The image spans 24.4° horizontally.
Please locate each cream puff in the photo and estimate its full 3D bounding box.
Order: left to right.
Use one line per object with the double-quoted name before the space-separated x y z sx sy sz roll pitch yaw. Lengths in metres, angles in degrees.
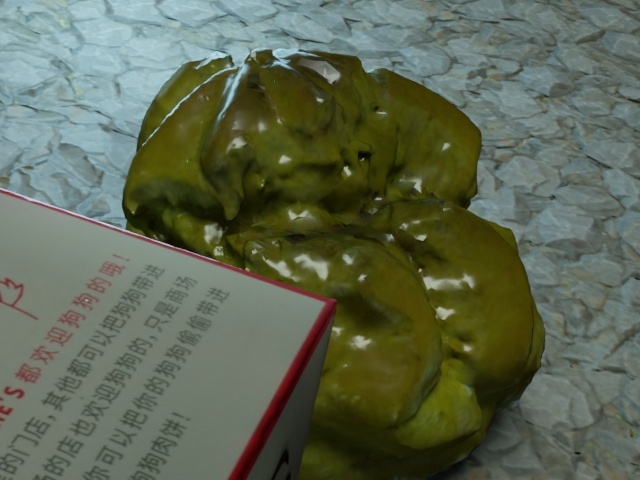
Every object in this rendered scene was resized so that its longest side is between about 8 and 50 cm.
"cream puff" 0.000 0.000 1.115 0.378 0.275 0.378 10 36 -7

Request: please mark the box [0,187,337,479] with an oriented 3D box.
"box" -0.191 0.177 0.791 0.312 0.300 0.314 19 36 9
